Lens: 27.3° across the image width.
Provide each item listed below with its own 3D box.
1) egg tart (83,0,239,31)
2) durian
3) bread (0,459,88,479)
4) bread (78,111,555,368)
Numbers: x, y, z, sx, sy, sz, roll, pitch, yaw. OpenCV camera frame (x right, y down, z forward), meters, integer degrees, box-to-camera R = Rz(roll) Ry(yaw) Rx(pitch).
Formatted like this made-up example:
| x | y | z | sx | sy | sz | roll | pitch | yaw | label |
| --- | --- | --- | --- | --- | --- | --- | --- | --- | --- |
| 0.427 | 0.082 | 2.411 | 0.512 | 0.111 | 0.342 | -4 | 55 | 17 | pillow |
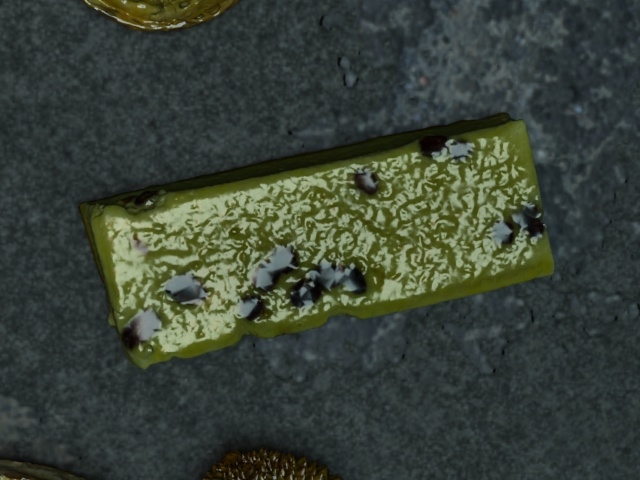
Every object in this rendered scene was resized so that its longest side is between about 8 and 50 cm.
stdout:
| x | y | z | sx | sy | sz | roll | pitch | yaw | label |
| --- | --- | --- | --- | --- | --- | --- | --- | --- | --- |
| -0.118 | -0.251 | 0.994 | 0.191 | 0.074 | 0.191 | -2 | 101 | -12 | egg tart |
| -0.036 | 0.246 | 1.059 | 0.158 | 0.137 | 0.168 | -29 | 89 | -25 | durian |
| -0.224 | 0.233 | 1.045 | 0.125 | 0.082 | 0.106 | 13 | 86 | -2 | bread |
| 0.000 | 0.000 | 1.050 | 0.361 | 0.077 | 0.138 | -13 | 100 | -9 | bread |
